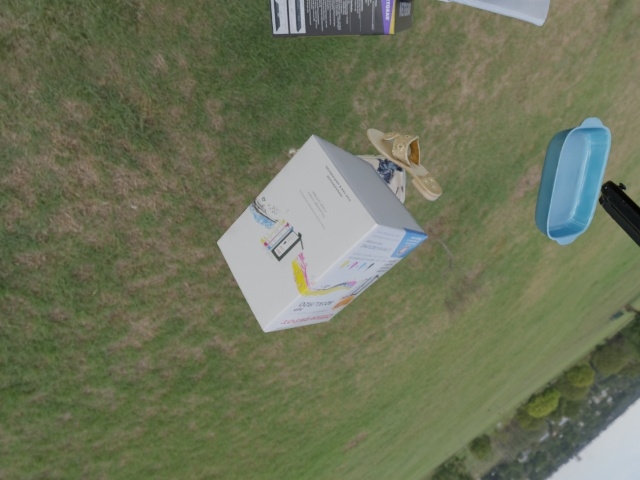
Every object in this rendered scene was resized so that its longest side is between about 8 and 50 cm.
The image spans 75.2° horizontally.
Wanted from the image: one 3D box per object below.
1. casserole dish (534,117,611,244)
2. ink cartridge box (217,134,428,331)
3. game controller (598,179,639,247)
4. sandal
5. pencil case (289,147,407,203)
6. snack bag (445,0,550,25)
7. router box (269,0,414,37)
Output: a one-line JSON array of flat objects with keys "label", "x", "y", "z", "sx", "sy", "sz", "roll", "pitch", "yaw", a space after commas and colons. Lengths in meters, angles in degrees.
[{"label": "casserole dish", "x": 0.373, "y": -0.088, "z": 0.624, "sx": 0.114, "sy": 0.037, "sz": 0.188, "roll": -9, "pitch": 112, "yaw": -26}, {"label": "ink cartridge box", "x": 0.000, "y": 0.000, "z": 0.632, "sx": 0.232, "sy": 0.168, "sz": 0.171, "roll": -44, "pitch": 153, "yaw": 24}, {"label": "game controller", "x": 0.723, "y": -0.002, "z": 0.888, "sx": 0.166, "sy": 0.319, "sz": 0.067, "roll": 22, "pitch": 127, "yaw": -26}, {"label": "sandal", "x": 0.215, "y": -0.207, "z": 0.981, "sx": 0.088, "sy": 0.240, "sz": 0.079, "roll": -26, "pitch": 161, "yaw": -44}, {"label": "pencil case", "x": 0.090, "y": -0.226, "z": 1.429, "sx": 0.410, "sy": 0.160, "sz": 0.184, "roll": 5, "pitch": 104, "yaw": 5}, {"label": "snack bag", "x": 0.454, "y": -0.721, "z": 1.063, "sx": 0.037, "sy": 0.323, "sz": 0.343, "roll": 102, "pitch": 2, "yaw": -80}, {"label": "router box", "x": 0.061, "y": -0.487, "z": 0.887, "sx": 0.309, "sy": 0.242, "sz": 0.081, "roll": -57, "pitch": 149, "yaw": -56}]
